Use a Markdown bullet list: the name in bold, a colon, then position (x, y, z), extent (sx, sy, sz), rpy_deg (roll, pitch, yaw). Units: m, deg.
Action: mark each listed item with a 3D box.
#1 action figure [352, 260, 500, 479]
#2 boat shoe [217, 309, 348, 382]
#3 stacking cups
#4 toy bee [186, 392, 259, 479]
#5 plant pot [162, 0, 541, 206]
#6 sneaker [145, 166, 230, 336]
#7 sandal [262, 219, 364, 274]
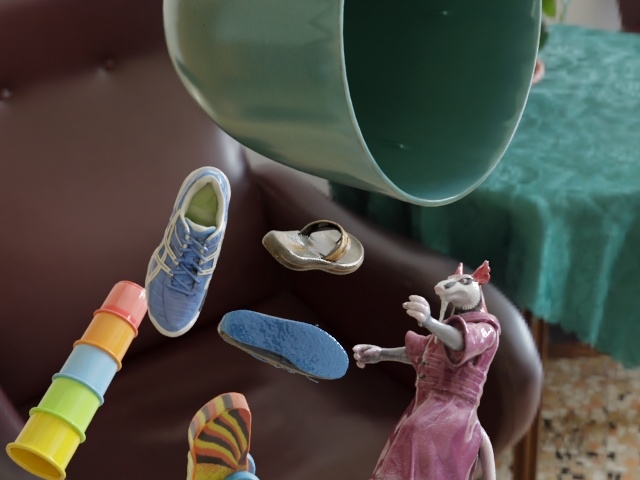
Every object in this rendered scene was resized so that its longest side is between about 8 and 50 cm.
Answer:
- **action figure**: position (0.186, 0.206, 1.546), extent (0.275, 0.370, 0.248), rpy_deg (22, -9, -7)
- **boat shoe**: position (-0.070, 0.190, 2.125), extent (0.258, 0.089, 0.109), rpy_deg (28, 68, -13)
- **stacking cups**: position (-0.346, 0.205, 1.681), extent (0.096, 0.096, 0.316), rpy_deg (11, 51, 22)
- **toy bee**: position (-0.166, 0.386, 1.688), extent (0.162, 0.298, 0.195), rpy_deg (-11, 0, -12)
- **plant pot**: position (0.013, -0.187, 0.939), extent (0.235, 0.293, 0.293), rpy_deg (10, 35, 38)
- **sneaker**: position (-0.160, 0.010, 1.331), extent (0.080, 0.211, 0.081), rpy_deg (13, -5, -7)
- **sandal**: position (0.000, 0.000, 1.624), extent (0.090, 0.060, 0.219), rpy_deg (45, 22, 30)
